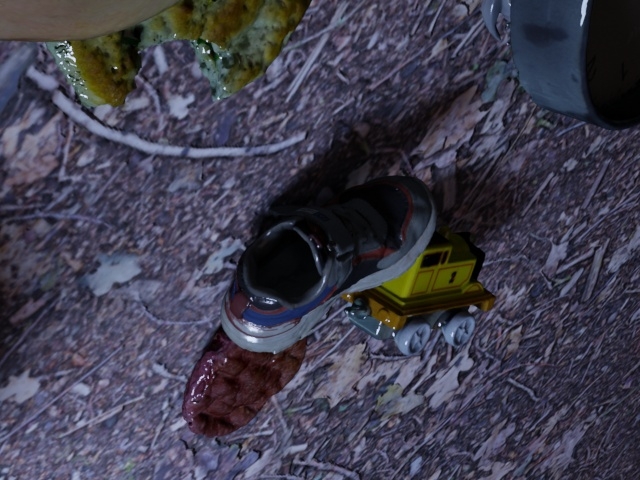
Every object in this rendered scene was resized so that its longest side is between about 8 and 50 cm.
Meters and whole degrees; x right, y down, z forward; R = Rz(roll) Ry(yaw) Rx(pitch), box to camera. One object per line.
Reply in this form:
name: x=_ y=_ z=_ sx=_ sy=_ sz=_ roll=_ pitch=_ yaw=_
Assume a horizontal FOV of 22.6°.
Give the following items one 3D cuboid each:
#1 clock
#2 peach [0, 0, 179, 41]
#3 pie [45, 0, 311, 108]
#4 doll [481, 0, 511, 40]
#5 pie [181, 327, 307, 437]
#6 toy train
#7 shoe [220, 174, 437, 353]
clock: x=0.301 y=-0.281 z=1.428 sx=0.386 sy=0.076 sz=0.386 roll=-39 pitch=144 yaw=-37
peach: x=-0.143 y=-0.233 z=0.786 sx=0.292 sy=0.247 sz=0.292 roll=-57 pitch=172 yaw=-12
pie: x=-0.068 y=-0.220 z=1.100 sx=0.302 sy=0.067 sz=0.302 roll=-32 pitch=148 yaw=-23
doll: x=0.190 y=-0.249 z=1.422 sx=0.104 sy=0.062 sz=0.195 roll=-46 pitch=145 yaw=-32
pie: x=-0.076 y=0.127 z=1.553 sx=0.153 sy=0.038 sz=0.153 roll=-32 pitch=149 yaw=-22
toy train: x=0.104 y=0.041 z=1.641 sx=0.219 sy=0.089 sz=0.127 roll=-6 pitch=121 yaw=-50
shoe: x=0.000 y=0.001 z=1.430 sx=0.227 sy=0.099 sz=0.125 roll=-38 pitch=153 yaw=-10
